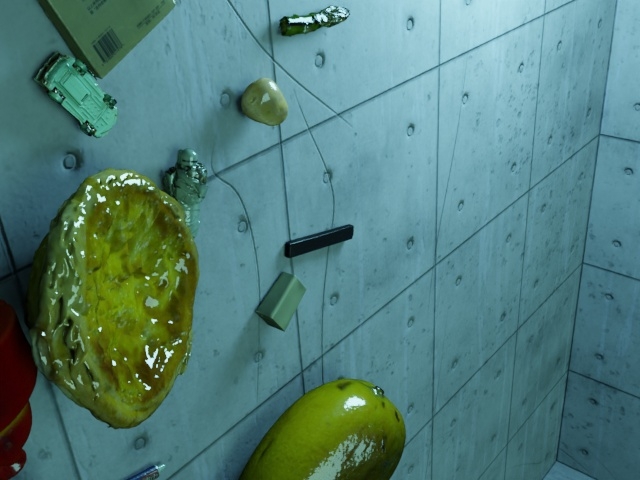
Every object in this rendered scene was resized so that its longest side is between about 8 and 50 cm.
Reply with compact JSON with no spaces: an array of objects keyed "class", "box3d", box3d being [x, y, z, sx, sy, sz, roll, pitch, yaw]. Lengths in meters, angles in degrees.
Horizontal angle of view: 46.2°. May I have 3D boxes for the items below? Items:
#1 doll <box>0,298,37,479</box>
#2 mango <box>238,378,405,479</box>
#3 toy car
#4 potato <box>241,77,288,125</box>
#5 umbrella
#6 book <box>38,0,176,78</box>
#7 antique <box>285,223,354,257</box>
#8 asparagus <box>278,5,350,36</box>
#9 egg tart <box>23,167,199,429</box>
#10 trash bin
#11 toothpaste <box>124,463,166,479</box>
[{"class":"doll","box3d":[-0.414,0.146,0.837,0.182,0.160,0.363,-45,138,-36]},{"class":"mango","box3d":[-0.018,0.460,1.473,0.445,0.220,0.301,-41,142,-21]},{"class":"toy car","box3d":[-0.299,-0.179,0.939,0.059,0.035,0.122,-58,151,-15]},{"class":"potato","box3d":[-0.085,-0.216,1.178,0.083,0.062,0.068,36,105,-25]},{"class":"umbrella","box3d":[-0.201,-0.066,1.108,0.067,0.062,0.144,1,109,-21]},{"class":"book","box3d":[-0.279,-0.332,0.898,0.161,0.026,0.231,-53,141,-24]},{"class":"antique","box3d":[0.000,0.000,1.433,0.192,0.015,0.031,-16,120,-48]},{"class":"asparagus","box3d":[-0.006,-0.365,1.238,0.165,0.030,0.036,-30,101,-41]},{"class":"egg tart","box3d":[-0.273,0.068,0.963,0.341,0.129,0.341,1,90,-72]},{"class":"trash bin","box3d":[-0.069,0.110,1.372,0.092,0.043,0.061,-58,143,-17]},{"class":"toothpaste","box3d":[-0.309,0.398,1.216,0.140,0.021,0.037,-21,121,-43]}]
